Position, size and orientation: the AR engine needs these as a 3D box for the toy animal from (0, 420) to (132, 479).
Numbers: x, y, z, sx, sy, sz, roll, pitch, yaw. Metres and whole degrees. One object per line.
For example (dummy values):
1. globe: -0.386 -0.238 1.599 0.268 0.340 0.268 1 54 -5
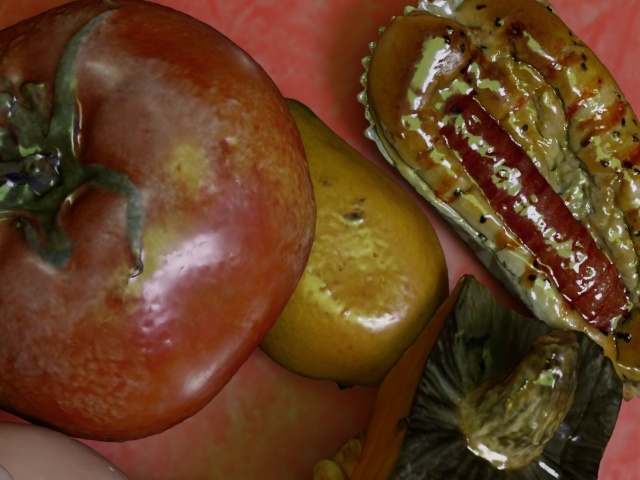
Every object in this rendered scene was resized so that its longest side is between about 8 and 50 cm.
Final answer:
1. toy animal: -0.200 0.191 0.917 0.229 0.210 0.221 7 79 26

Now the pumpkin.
1. pumpkin: 0.065 0.141 0.936 0.131 0.126 0.248 38 86 -17

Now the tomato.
1. tomato: -0.125 -0.015 0.949 0.236 0.095 0.237 -4 78 18

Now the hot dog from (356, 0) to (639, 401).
1. hot dog: 0.124 -0.028 1.030 0.131 0.069 0.253 -37 96 -6

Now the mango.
1. mango: -0.004 0.006 1.003 0.165 0.089 0.115 41 85 -1
